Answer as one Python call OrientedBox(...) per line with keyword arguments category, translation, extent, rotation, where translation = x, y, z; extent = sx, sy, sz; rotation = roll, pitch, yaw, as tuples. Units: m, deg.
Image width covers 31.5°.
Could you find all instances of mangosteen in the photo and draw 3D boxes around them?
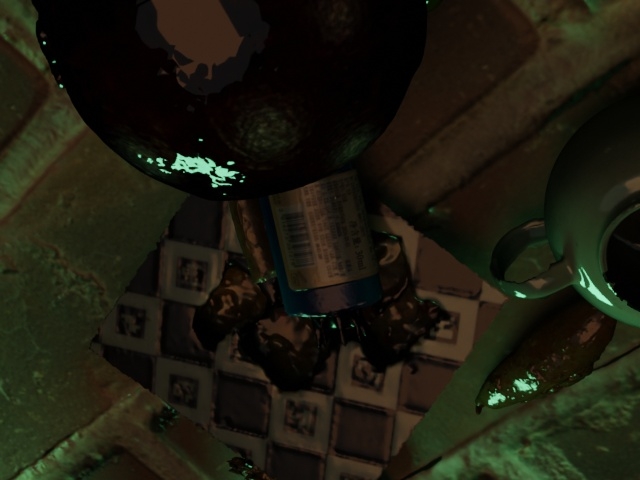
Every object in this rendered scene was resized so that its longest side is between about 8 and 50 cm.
OrientedBox(category="mangosteen", translation=(-0.045, -0.167, 0.759), extent=(0.293, 0.297, 0.297), rotation=(2, 129, -21))

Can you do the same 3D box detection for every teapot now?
OrientedBox(category="teapot", translation=(0.264, -0.015, 0.849), extent=(0.294, 0.129, 0.193), rotation=(-18, 114, 26))

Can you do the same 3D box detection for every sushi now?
OrientedBox(category="sushi", translation=(-0.020, 0.070, 1.025), extent=(0.294, 0.059, 0.292), rotation=(37, 111, 6))

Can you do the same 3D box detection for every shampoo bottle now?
OrientedBox(category="shampoo bottle", translation=(0.000, 0.000, 0.943), extent=(0.087, 0.050, 0.183), rotation=(-10, 100, 16))

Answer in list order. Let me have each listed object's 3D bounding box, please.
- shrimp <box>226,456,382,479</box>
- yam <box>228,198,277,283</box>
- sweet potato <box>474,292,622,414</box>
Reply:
OrientedBox(category="shrimp", translation=(-0.009, 0.270, 1.183), extent=(0.178, 0.034, 0.124), rotation=(6, 130, 8))
OrientedBox(category="yam", translation=(-0.064, -0.035, 0.967), extent=(0.032, 0.032, 0.145), rotation=(-11, 98, 23))
OrientedBox(category="sweet potato", translation=(0.198, 0.107, 0.995), extent=(0.068, 0.060, 0.206), rotation=(33, 134, -16))
